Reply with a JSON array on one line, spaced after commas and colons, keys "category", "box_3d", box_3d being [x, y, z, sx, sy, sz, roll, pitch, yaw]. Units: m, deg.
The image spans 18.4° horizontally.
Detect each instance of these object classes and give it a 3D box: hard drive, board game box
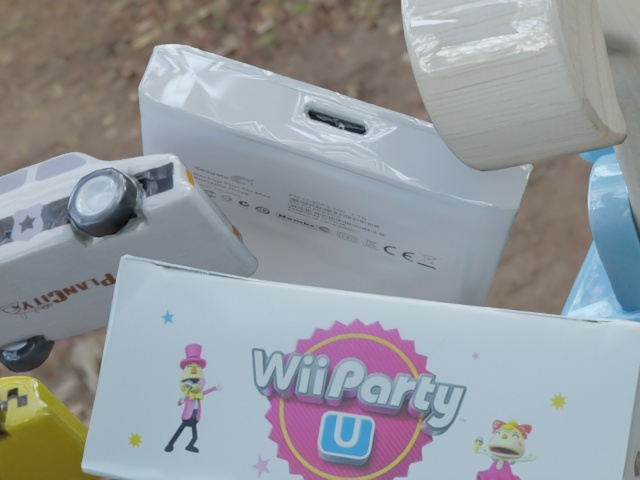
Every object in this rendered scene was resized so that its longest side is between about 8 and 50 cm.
[{"category": "hard drive", "box_3d": [0.000, 0.000, 1.140, 0.307, 0.203, 0.040, 97, -168, -68]}, {"category": "board game box", "box_3d": [0.054, 0.095, 0.909, 0.224, 0.097, 0.303, 7, -12, 19]}]

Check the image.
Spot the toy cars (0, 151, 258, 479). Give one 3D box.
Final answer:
[{"category": "toy cars", "box_3d": [-0.180, 0.057, 1.100, 0.393, 0.176, 0.087, -52, 35, 44]}]

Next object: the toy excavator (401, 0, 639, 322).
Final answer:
[{"category": "toy excavator", "box_3d": [0.208, -0.050, 1.149, 0.222, 0.445, 0.433, -12, 26, 30]}]
